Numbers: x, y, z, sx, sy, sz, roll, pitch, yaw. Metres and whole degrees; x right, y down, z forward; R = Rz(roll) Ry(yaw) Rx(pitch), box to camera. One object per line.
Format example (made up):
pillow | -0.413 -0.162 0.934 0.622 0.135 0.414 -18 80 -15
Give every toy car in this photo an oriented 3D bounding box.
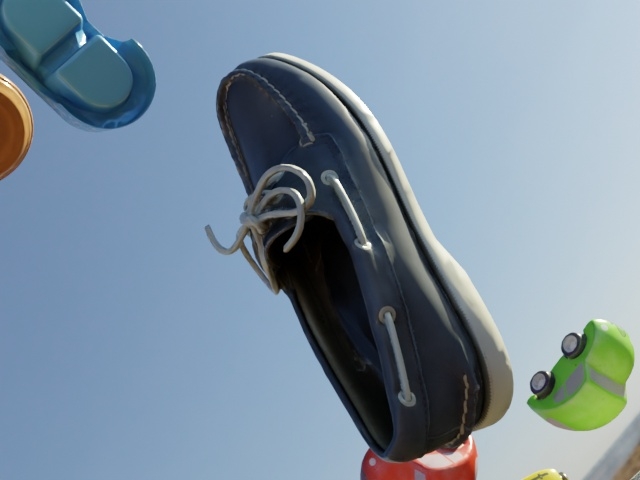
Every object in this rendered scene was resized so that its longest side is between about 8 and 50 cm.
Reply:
toy car | 0.180 0.165 0.720 0.239 0.053 0.225 28 -76 -24

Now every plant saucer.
plant saucer | -0.544 -0.170 1.375 0.200 0.037 0.200 -17 -58 -28

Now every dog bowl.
dog bowl | -0.392 -0.289 1.358 0.166 0.297 0.074 -52 15 -27

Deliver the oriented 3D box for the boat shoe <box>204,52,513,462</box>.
boat shoe | 0.000 0.000 0.471 0.079 0.255 0.095 -14 -25 -34

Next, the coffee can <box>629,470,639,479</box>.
coffee can | 0.279 0.260 0.496 0.201 0.201 0.275 -57 1 18
